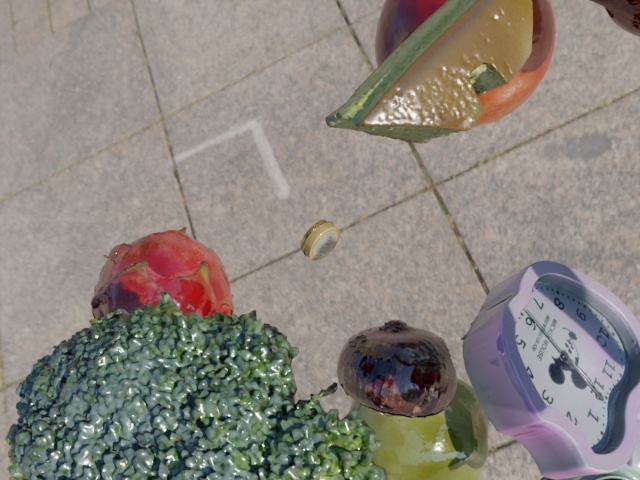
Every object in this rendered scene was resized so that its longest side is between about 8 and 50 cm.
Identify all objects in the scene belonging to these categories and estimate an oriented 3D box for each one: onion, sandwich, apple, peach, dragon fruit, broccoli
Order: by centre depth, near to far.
[{"bbox_3d":[0.118,-0.152,0.618,0.244,0.088,0.090,-46,18,-20],"label":"sandwich"},{"bbox_3d":[-0.143,0.233,0.684,0.275,0.397,0.353,-32,64,-22],"label":"broccoli"},{"bbox_3d":[-0.255,0.103,1.103,0.241,0.252,0.241,3,100,18],"label":"dragon fruit"},{"bbox_3d":[0.150,0.252,1.343,0.246,0.246,0.190,4,90,21],"label":"onion"},{"bbox_3d":[0.286,-0.416,1.427,0.388,0.388,0.388,-8,61,15],"label":"peach"},{"bbox_3d":[0.225,0.471,1.633,0.357,0.357,0.357,-8,61,15],"label":"apple"}]

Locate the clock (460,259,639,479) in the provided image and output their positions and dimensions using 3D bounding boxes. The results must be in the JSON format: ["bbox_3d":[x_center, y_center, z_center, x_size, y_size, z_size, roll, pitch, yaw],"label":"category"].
[{"bbox_3d":[0.392,0.203,1.095,0.102,0.338,0.338,-42,41,51],"label":"clock"}]

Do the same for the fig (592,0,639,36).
[{"bbox_3d":[0.502,-0.398,1.072,0.207,0.175,0.175,-13,60,4],"label":"fig"}]

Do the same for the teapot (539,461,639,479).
[{"bbox_3d":[0.524,0.424,1.228,0.294,0.193,0.129,-31,13,27],"label":"teapot"}]

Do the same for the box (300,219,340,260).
[{"bbox_3d":[0.000,0.000,1.662,0.105,0.105,0.037,-46,61,-8],"label":"box"}]
